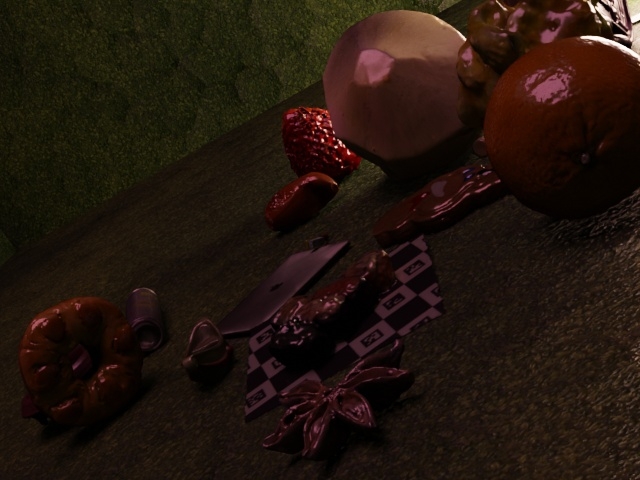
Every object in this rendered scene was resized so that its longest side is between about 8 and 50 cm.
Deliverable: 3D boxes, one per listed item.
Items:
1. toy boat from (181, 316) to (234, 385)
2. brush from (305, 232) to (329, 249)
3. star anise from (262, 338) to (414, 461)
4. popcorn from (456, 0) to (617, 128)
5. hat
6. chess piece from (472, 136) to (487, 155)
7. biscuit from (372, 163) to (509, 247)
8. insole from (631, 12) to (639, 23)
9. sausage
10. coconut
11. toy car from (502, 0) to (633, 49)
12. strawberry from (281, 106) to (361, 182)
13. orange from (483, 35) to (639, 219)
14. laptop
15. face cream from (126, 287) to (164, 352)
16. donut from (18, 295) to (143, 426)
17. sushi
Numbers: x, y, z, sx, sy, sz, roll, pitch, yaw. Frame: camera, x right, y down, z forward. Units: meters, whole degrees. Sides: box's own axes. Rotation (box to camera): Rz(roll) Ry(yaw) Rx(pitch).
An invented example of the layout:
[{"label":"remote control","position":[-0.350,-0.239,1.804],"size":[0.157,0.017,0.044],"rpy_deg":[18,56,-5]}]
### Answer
[{"label":"toy boat","position":[-0.189,0.188,1.769],"size":[0.089,0.071,0.185],"rpy_deg":[-28,15,10]},{"label":"brush","position":[0.000,0.000,2.045],"size":[0.021,0.018,0.083],"rpy_deg":[-5,8,30]},{"label":"star anise","position":[0.024,0.211,1.308],"size":[0.208,0.063,0.172],"rpy_deg":[-26,20,11]},{"label":"popcorn","position":[0.346,-0.310,1.786],"size":[0.290,0.321,0.326],"rpy_deg":[-19,2,40]},{"label":"hat","position":[-0.465,0.274,2.017],"size":[0.205,0.089,0.205],"rpy_deg":[-36,12,9]},{"label":"chess piece","position":[0.323,-0.193,2.010],"size":[0.035,0.035,0.092],"rpy_deg":[-15,20,48]},{"label":"biscuit","position":[0.229,-0.078,1.822],"size":[0.320,0.047,0.183],"rpy_deg":[-17,24,40]},{"label":"insole","position":[0.616,-0.443,2.246],"size":[0.193,0.006,0.065],"rpy_deg":[-22,18,32]},{"label":"sausage","position":[-0.044,-0.086,2.300],"size":[0.179,0.089,0.089],"rpy_deg":[-32,15,12]},{"label":"coconut","position":[0.170,-0.287,2.100],"size":[0.353,0.352,0.352],"rpy_deg":[-30,15,9]},{"label":"toy car","position":[0.442,-0.455,2.059],"size":[0.240,0.271,0.341],"rpy_deg":[-19,-22,32]},{"label":"strawberry","position":[-0.007,-0.221,2.440],"size":[0.184,0.201,0.187],"rpy_deg":[-41,26,14]},{"label":"orange","position":[0.347,-0.150,1.459],"size":[0.264,0.264,0.264],"rpy_deg":[-30,15,9]},{"label":"laptop","position":[-0.078,0.090,1.954],"size":[0.188,0.015,0.269],"rpy_deg":[-13,24,51]},{"label":"face cream","position":[-0.362,0.156,2.206],"size":[0.073,0.073,0.283],"rpy_deg":[-33,15,-3]},{"label":"donut","position":[-0.418,0.211,1.874],"size":[0.226,0.226,0.114],"rpy_deg":[-41,11,-27]},{"label":"sushi","position":[0.009,0.099,1.628],"size":[0.339,0.069,0.320],"rpy_deg":[-29,19,10]}]
